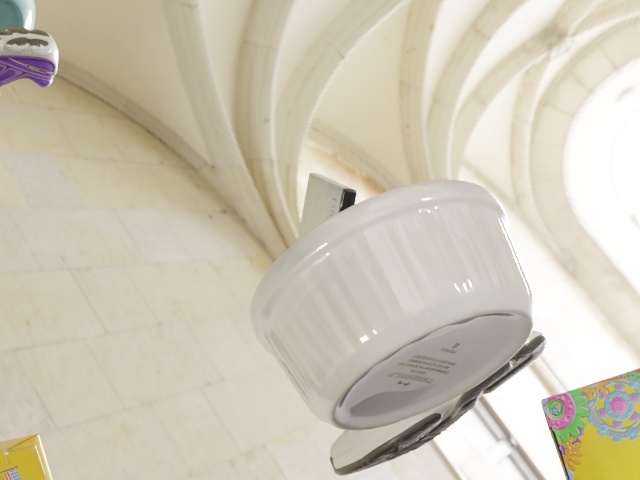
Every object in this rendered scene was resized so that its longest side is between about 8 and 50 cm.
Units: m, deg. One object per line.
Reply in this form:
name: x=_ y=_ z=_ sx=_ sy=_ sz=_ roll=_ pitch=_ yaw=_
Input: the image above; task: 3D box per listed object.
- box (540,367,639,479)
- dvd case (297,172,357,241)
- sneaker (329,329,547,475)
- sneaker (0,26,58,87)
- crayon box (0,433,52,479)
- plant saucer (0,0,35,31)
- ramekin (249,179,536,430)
box: x=0.286 y=0.205 z=0.441 sx=0.177 sy=0.289 sz=0.279 roll=-26 pitch=-25 yaw=29
dvd case: x=0.000 y=0.000 z=1.219 sx=0.022 sy=0.180 sz=0.253 roll=9 pitch=8 yaw=-13
sneaker: x=0.144 y=0.197 z=1.413 sx=0.447 sy=0.257 sz=0.169 roll=-43 pitch=-26 yaw=25
sneaker: x=-0.371 y=-0.190 z=0.891 sx=0.170 sy=0.068 sz=0.071 roll=3 pitch=-57 yaw=-12
crayon box: x=-0.523 y=0.428 z=1.316 sx=0.319 sy=0.202 sz=0.081 roll=-14 pitch=2 yaw=22
plant saucer: x=-0.502 y=-0.322 z=1.244 sx=0.195 sy=0.037 sz=0.195 roll=-38 pitch=-33 yaw=-31
ramekin: x=0.080 y=0.075 z=0.799 sx=0.273 sy=0.127 sz=0.273 roll=-20 pitch=-30 yaw=-12
